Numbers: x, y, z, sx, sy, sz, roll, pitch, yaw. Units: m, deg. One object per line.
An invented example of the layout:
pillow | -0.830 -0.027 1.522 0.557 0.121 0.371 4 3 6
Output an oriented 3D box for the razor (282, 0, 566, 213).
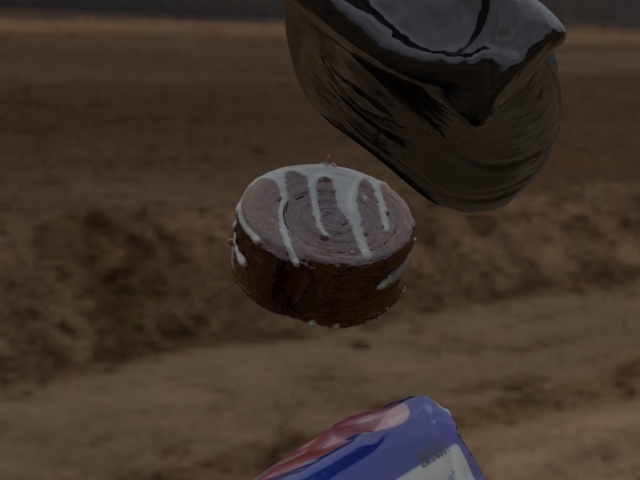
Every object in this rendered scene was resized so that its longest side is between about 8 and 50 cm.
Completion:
razor | 0.056 -0.123 1.097 0.204 0.113 0.349 42 -4 11

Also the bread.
bread | 0.000 0.000 1.542 0.160 0.073 0.160 3 37 -2

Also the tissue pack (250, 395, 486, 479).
tissue pack | 0.010 0.233 1.101 0.137 0.209 0.269 -34 -6 36
